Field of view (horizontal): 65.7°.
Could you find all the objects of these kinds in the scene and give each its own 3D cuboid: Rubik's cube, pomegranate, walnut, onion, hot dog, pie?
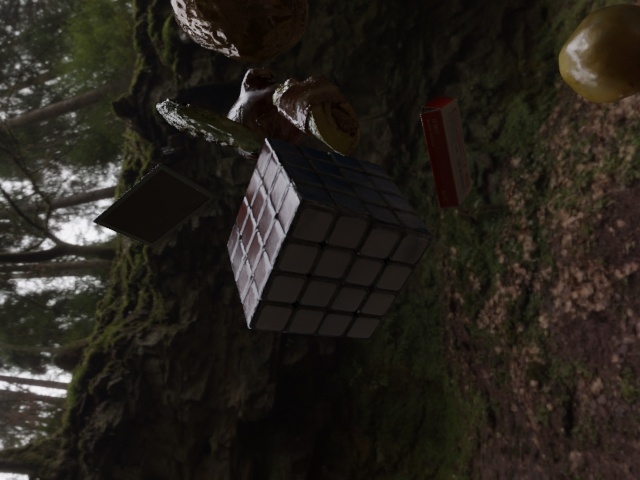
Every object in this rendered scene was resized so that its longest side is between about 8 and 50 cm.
[{"bbox_3d":[0.000,0.000,1.191,0.338,0.343,0.344,11,-149,-25],"label":"Rubik's cube"},{"bbox_3d":[0.681,-0.430,1.154,0.233,0.233,0.232,14,-107,-58],"label":"pomegranate"},{"bbox_3d":[-0.224,-0.666,1.384,0.354,0.398,0.307,-17,-50,-48],"label":"walnut"},{"bbox_3d":[-0.181,-0.430,1.825,0.354,0.354,0.353,14,-107,-58],"label":"onion"},{"bbox_3d":[-0.006,-0.255,0.930,0.123,0.261,0.093,-19,-43,-39],"label":"hot dog"},{"bbox_3d":[-0.300,-0.304,1.329,0.306,0.307,0.071,11,-82,-59],"label":"pie"}]

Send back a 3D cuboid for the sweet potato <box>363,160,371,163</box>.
[{"bbox_3d":[0.209,-0.191,1.804,0.081,0.062,0.232,49,-159,-58],"label":"sweet potato"}]

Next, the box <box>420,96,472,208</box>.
[{"bbox_3d":[0.281,-0.197,1.097,0.123,0.050,0.229,-42,-59,-52],"label":"box"}]

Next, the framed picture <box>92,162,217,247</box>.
[{"bbox_3d":[-0.497,-0.101,1.503,0.232,0.296,0.019,35,-154,-52],"label":"framed picture"}]
